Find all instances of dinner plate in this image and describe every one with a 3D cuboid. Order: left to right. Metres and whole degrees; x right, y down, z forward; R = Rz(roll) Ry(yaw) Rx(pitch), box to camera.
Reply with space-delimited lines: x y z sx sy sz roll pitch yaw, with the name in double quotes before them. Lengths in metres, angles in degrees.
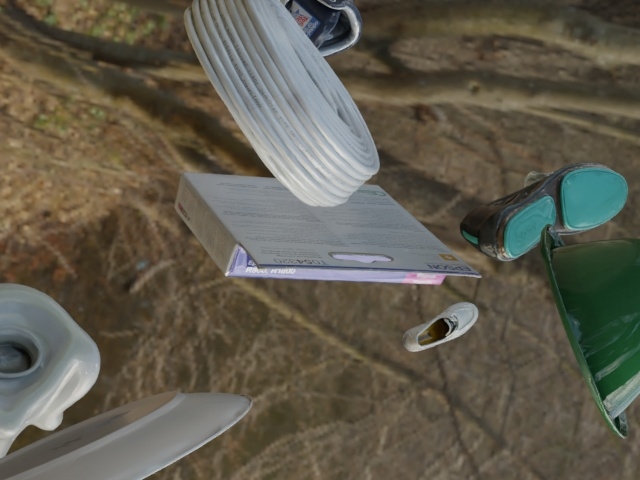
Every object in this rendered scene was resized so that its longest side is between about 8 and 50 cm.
"dinner plate" -0.092 0.082 0.429 0.141 0.141 0.017 -27 96 -79

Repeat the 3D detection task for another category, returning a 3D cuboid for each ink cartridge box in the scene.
"ink cartridge box" 0.000 0.000 1.586 0.330 0.324 0.071 -131 -130 -56

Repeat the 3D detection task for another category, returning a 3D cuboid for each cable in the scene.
"cable" -0.037 -0.151 1.185 0.257 0.089 0.257 58 11 -4

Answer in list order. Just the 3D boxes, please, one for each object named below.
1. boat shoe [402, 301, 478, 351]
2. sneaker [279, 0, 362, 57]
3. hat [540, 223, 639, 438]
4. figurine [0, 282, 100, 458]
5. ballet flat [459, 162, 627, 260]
"boat shoe" 0.140 0.096 1.293 0.035 0.100 0.035 -15 -85 65
"sneaker" -0.069 -0.307 1.371 0.099 0.282 0.153 -51 -138 33
"hat" 0.283 0.032 0.896 0.208 0.184 0.173 60 19 -28
"figurine" -0.255 0.084 0.656 0.209 0.215 0.092 -51 -164 46
"ballet flat" 0.286 -0.048 1.513 0.280 0.096 0.095 -17 111 -40
